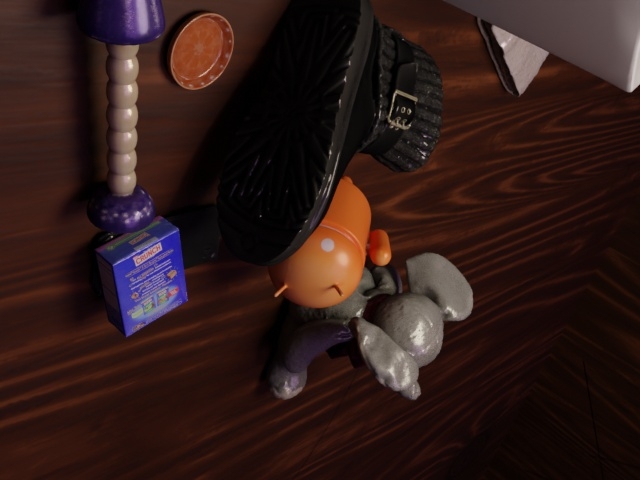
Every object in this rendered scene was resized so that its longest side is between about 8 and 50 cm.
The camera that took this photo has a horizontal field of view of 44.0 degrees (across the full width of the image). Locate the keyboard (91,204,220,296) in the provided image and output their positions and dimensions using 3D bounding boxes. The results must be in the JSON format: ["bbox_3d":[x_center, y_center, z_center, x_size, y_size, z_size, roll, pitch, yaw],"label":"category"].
[{"bbox_3d":[-0.193,0.018,0.951,0.180,0.023,0.108,-18,129,-45],"label":"keyboard"}]

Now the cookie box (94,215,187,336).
[{"bbox_3d":[-0.200,0.040,0.897,0.091,0.040,0.107,-32,138,-36],"label":"cookie box"}]

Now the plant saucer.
[{"bbox_3d":[-0.126,-0.198,0.826,0.083,0.013,0.084,-37,147,-29],"label":"plant saucer"}]

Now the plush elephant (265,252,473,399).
[{"bbox_3d":[0.088,0.136,1.239,0.271,0.255,0.330,-33,145,-32],"label":"plush elephant"}]

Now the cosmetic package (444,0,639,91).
[{"bbox_3d":[0.350,-0.465,0.912,0.393,0.329,0.327,-45,150,-14],"label":"cosmetic package"}]

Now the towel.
[{"bbox_3d":[0.345,-0.369,1.290,0.187,0.049,0.282,-54,151,1],"label":"towel"}]

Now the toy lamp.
[{"bbox_3d":[-0.188,-0.134,0.742,0.080,0.080,0.275,-26,141,-40],"label":"toy lamp"}]

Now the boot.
[{"bbox_3d":[0.031,-0.115,0.972,0.260,0.131,0.348,24,88,-60],"label":"boot"}]

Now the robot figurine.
[{"bbox_3d":[0.002,0.000,1.044,0.128,0.158,0.219,-44,-160,35],"label":"robot figurine"}]
